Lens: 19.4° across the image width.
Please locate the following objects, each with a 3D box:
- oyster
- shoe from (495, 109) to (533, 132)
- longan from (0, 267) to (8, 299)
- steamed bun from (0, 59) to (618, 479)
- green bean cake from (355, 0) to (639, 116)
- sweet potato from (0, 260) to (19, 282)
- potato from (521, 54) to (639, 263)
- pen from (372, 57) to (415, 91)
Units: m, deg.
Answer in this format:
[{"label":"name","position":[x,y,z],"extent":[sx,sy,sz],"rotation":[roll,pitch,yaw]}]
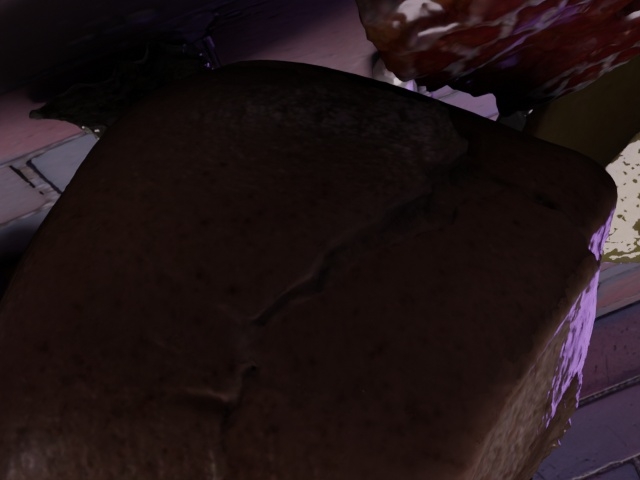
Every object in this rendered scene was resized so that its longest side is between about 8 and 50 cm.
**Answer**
[{"label":"oyster","position":[-0.091,-0.060,0.900],"extent":[0.100,0.037,0.098],"rotation":[-15,167,-33]},{"label":"shoe","position":[0.187,-0.116,1.144],"extent":[0.194,0.074,0.077],"rotation":[-37,-163,32]},{"label":"longan","position":[-0.220,0.048,0.855],"extent":[0.167,0.167,0.187],"rotation":[-23,172,6]},{"label":"steamed bun","position":[0.004,0.026,0.801],"extent":[0.301,0.251,0.199],"rotation":[-49,165,-58]},{"label":"green bean cake","position":[0.093,-0.128,0.770],"extent":[0.198,0.097,0.232],"rotation":[-29,168,34]},{"label":"sweet potato","position":[-0.193,0.075,1.224],"extent":[0.106,0.095,0.354],"rotation":[-66,-169,-24]},{"label":"potato","position":[0.271,-0.057,1.063],"extent":[0.255,0.112,0.269],"rotation":[30,116,-31]},{"label":"pen","position":[0.044,-0.079,1.107],"extent":[0.026,0.026,0.218],"rotation":[-22,169,-1]}]
